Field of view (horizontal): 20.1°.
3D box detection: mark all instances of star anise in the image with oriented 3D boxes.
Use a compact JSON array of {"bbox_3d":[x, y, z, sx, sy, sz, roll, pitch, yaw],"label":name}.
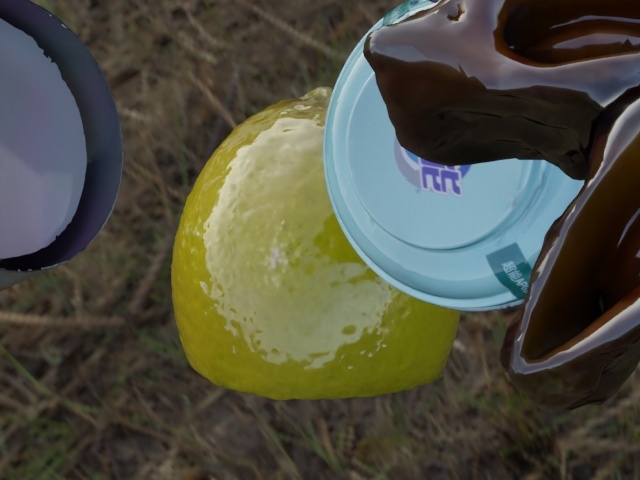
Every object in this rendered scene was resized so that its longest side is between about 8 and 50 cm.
[{"bbox_3d":[0.118,-0.043,0.459,0.190,0.126,0.220,21,72,13],"label":"star anise"}]

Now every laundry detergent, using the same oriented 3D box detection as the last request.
[{"bbox_3d":[0.172,-0.081,1.628,0.287,0.305,0.287,0,90,30],"label":"laundry detergent"}]

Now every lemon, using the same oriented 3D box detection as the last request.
[{"bbox_3d":[0.000,0.000,2.032,0.364,0.364,0.364,-6,62,12],"label":"lemon"}]

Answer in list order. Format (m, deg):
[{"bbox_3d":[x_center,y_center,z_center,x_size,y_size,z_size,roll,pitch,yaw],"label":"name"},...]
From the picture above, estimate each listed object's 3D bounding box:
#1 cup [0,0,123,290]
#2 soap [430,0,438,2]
[{"bbox_3d":[-0.244,-0.026,0.922,0.288,0.203,0.203,-14,56,42],"label":"cup"},{"bbox_3d":[0.091,-0.228,0.897,0.325,0.220,0.127,35,55,22],"label":"soap"}]
